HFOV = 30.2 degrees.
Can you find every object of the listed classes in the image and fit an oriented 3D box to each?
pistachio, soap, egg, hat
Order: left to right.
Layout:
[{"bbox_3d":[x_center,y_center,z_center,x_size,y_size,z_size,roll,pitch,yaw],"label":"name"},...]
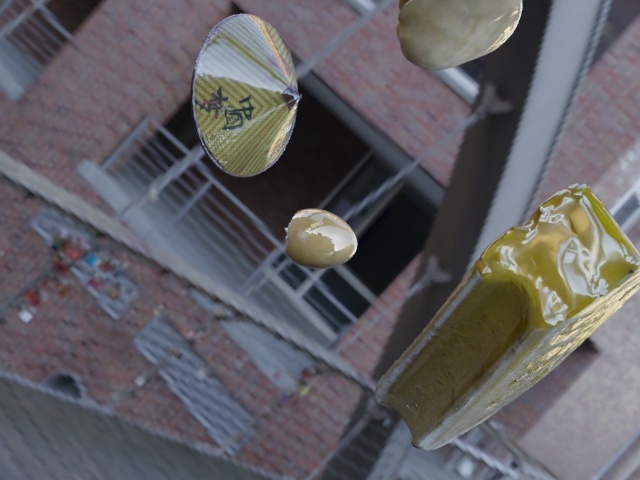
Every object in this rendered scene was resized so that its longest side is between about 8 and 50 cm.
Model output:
[{"bbox_3d":[-0.059,-0.166,1.381,0.082,0.193,0.193,8,-20,37],"label":"hat"},{"bbox_3d":[0.000,0.000,1.555,0.096,0.080,0.080,16,1,4],"label":"egg"},{"bbox_3d":[0.178,-0.297,1.508,0.145,0.200,0.117,22,52,-27],"label":"pistachio"},{"bbox_3d":[0.157,0.052,0.894,0.080,0.160,0.257,53,-35,16],"label":"soap"}]
